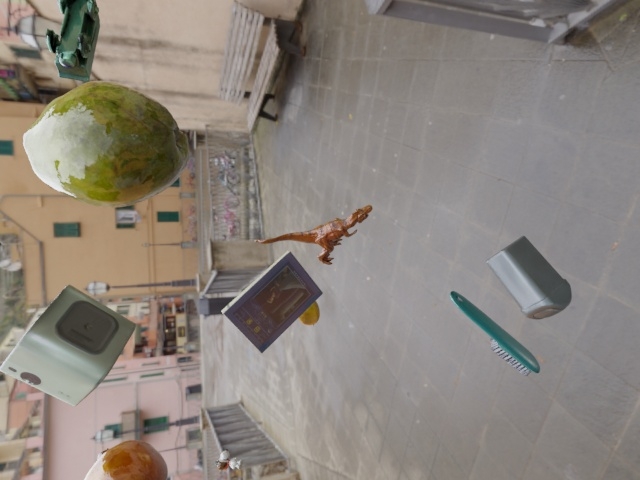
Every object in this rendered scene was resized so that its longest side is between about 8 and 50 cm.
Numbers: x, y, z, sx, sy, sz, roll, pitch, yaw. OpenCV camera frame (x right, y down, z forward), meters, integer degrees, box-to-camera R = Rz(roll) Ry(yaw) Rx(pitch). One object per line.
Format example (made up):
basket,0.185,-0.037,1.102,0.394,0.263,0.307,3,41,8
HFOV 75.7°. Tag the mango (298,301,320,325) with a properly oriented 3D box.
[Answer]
mango,-0.054,0.273,1.642,0.066,0.101,0.188,-70,-25,-54

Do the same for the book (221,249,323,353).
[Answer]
book,-0.139,0.187,1.253,0.191,0.269,0.025,54,164,-23

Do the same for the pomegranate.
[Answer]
pomegranate,-0.652,0.803,1.368,0.264,0.264,0.265,178,90,-70

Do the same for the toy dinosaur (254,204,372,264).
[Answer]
toy dinosaur,0.000,0.000,1.505,0.208,0.431,0.097,70,177,-53

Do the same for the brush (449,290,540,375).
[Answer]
brush,0.268,0.149,0.648,0.032,0.193,0.043,-48,7,33

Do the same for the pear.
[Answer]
pear,-0.594,-0.260,1.172,0.352,0.413,0.352,167,90,-78

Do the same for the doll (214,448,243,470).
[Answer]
doll,-0.279,0.679,1.254,0.085,0.058,0.040,20,153,27

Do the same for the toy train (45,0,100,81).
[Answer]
toy train,-0.459,-0.387,0.776,0.099,0.070,0.172,131,141,-64

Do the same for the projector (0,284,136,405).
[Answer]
projector,-0.774,0.326,1.284,0.248,0.249,0.248,-40,23,28

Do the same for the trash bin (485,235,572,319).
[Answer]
trash bin,0.626,0.116,1.227,0.236,0.176,0.101,56,141,16
